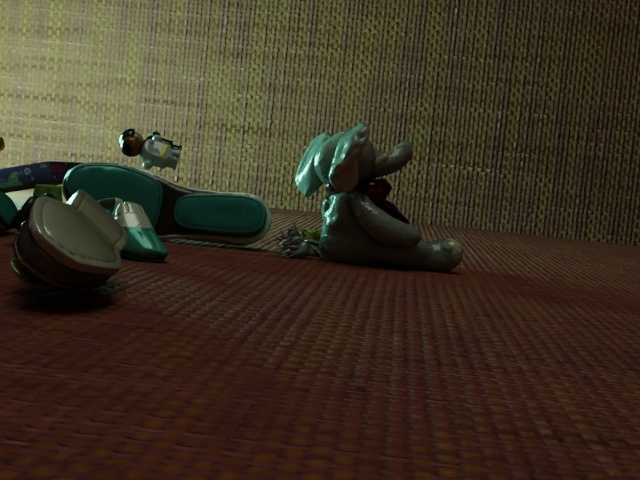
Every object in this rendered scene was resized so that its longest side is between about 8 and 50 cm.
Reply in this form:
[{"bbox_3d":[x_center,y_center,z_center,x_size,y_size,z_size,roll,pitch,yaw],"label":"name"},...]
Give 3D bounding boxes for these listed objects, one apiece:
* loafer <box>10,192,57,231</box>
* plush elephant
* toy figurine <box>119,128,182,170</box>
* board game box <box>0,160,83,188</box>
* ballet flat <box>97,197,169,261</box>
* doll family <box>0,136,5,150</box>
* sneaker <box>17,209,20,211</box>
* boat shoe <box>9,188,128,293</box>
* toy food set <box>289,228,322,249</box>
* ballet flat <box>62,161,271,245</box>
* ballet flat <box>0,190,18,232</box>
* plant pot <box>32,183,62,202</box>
[{"bbox_3d":[-0.449,-0.024,1.791,0.078,0.080,0.220,38,1,-5],"label":"loafer"},{"bbox_3d":[0.076,-0.092,2.032,0.330,0.255,0.272,3,8,-24],"label":"plush elephant"},{"bbox_3d":[-0.419,-0.151,2.544,0.148,0.213,0.209,17,7,-8],"label":"toy figurine"},{"bbox_3d":[-0.693,-0.120,2.302,0.347,0.056,0.208,-8,6,7],"label":"board game box"},{"bbox_3d":[-0.325,-0.023,1.749,0.083,0.087,0.247,3,5,-41],"label":"ballet flat"},{"bbox_3d":[-0.753,-0.175,2.293,0.163,0.118,0.263,-18,-10,-40],"label":"doll family"},{"bbox_3d":[-0.551,-0.041,2.056,0.083,0.032,0.037,5,4,-5],"label":"sneaker"},{"bbox_3d":[-0.294,0.013,1.243,0.116,0.097,0.324,46,2,-9],"label":"boat shoe"},{"bbox_3d":[0.000,0.000,2.213,0.132,0.038,0.192,5,4,-9],"label":"toy food set"},{"bbox_3d":[-0.292,-0.052,2.097,0.400,0.139,0.139,10,4,0],"label":"ballet flat"},{"bbox_3d":[-0.565,-0.043,1.820,0.073,0.080,0.232,-24,3,-1],"label":"ballet flat"},{"bbox_3d":[-0.544,-0.072,2.174,0.083,0.079,0.083,5,3,0],"label":"plant pot"}]
